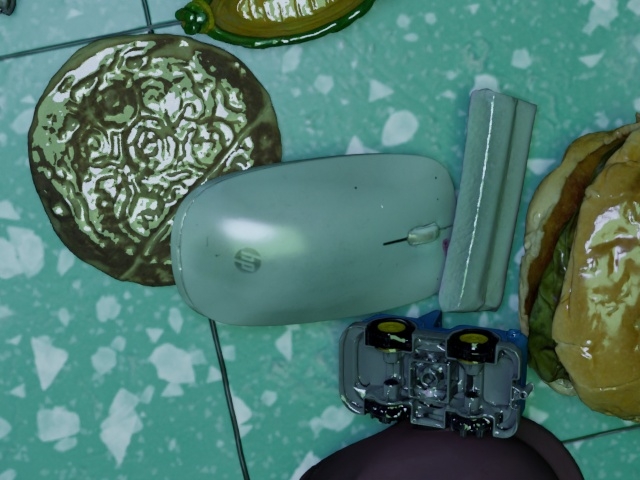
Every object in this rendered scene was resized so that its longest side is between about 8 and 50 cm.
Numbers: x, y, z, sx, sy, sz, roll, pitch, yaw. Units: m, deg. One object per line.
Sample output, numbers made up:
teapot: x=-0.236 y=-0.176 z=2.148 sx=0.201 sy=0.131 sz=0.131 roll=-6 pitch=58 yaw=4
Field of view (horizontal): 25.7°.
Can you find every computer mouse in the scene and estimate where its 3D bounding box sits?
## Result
computer mouse: x=0.001 y=0.001 z=1.341 sx=0.288 sy=0.097 sz=0.159 roll=-5 pitch=101 yaw=-11

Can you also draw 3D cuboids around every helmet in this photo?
helmet: x=0.122 y=0.313 z=1.367 sx=0.338 sy=0.197 sz=0.271 roll=-13 pitch=97 yaw=-2

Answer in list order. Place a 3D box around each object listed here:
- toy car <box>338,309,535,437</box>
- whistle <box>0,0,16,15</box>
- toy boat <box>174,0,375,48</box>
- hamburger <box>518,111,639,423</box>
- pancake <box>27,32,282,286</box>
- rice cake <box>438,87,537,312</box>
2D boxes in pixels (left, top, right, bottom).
toy car: x=0.119 y=0.124 z=1.374 sx=0.191 sy=0.100 sz=0.097 roll=7 pitch=109 yaw=20
whistle: x=-0.445 y=-0.252 z=1.296 sx=0.326 sy=0.057 sz=0.068 roll=5 pitch=140 yaw=-5
toy boat: x=-0.024 y=-0.231 z=1.325 sx=0.229 sy=0.088 sz=0.089 roll=-14 pitch=98 yaw=-3
hamburger: x=0.292 y=0.064 z=1.362 sx=0.209 sy=0.162 sz=0.330 roll=-21 pitch=104 yaw=-4
pancake: x=-0.163 y=-0.083 z=1.362 sx=0.250 sy=0.031 sz=0.250 roll=-1 pitch=99 yaw=-6
rice cake: x=0.167 y=-0.037 z=1.383 sx=0.080 sy=0.042 sz=0.221 roll=3 pitch=98 yaw=-44
